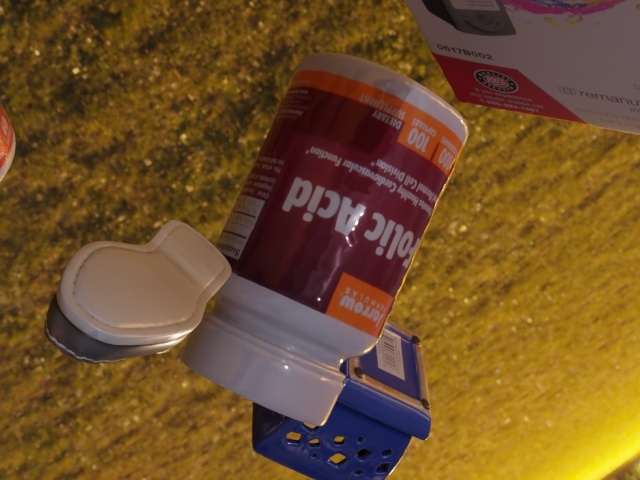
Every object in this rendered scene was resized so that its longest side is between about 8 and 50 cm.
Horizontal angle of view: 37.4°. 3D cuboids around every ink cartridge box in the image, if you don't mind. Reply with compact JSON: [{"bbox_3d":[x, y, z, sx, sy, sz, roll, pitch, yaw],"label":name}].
[{"bbox_3d":[0.156,-0.200,0.587,0.306,0.226,0.131,43,70,-53],"label":"ink cartridge box"}]

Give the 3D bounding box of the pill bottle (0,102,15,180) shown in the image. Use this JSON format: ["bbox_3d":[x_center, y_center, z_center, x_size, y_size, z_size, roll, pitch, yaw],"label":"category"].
[{"bbox_3d":[-0.497,-0.204,1.035,0.210,0.210,0.363,-30,141,-15],"label":"pill bottle"}]

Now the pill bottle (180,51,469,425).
[{"bbox_3d":[0.000,0.000,1.114,0.392,0.224,0.224,-66,159,-4],"label":"pill bottle"}]

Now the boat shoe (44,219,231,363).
[{"bbox_3d":[-0.162,0.056,0.828,0.091,0.109,0.305,-47,179,13],"label":"boat shoe"}]

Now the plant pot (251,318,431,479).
[{"bbox_3d":[0.043,0.237,1.520,0.236,0.236,0.212,29,126,-25],"label":"plant pot"}]
